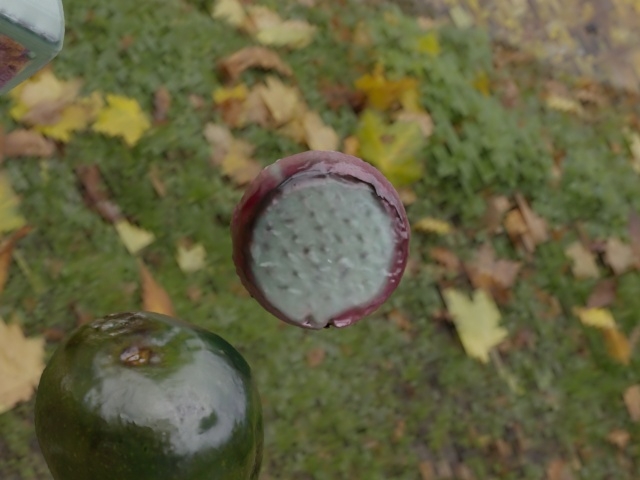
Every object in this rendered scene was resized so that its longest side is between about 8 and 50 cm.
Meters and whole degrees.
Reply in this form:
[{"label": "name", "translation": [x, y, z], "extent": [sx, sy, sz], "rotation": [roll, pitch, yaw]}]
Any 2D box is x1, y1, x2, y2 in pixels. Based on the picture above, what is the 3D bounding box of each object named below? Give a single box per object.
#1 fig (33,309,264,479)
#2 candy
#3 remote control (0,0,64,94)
[{"label": "fig", "translation": [-0.077, 0.111, 0.872], "extent": [0.177, 0.117, 0.117], "rotation": [75, 20, -51]}, {"label": "candy", "translation": [0.000, 0.000, 0.981], "extent": [0.103, 0.103, 0.043], "rotation": [50, 5, -15]}, {"label": "remote control", "translation": [-0.312, -0.162, 1.001], "extent": [0.344, 0.145, 0.050], "rotation": [26, 51, -47]}]
